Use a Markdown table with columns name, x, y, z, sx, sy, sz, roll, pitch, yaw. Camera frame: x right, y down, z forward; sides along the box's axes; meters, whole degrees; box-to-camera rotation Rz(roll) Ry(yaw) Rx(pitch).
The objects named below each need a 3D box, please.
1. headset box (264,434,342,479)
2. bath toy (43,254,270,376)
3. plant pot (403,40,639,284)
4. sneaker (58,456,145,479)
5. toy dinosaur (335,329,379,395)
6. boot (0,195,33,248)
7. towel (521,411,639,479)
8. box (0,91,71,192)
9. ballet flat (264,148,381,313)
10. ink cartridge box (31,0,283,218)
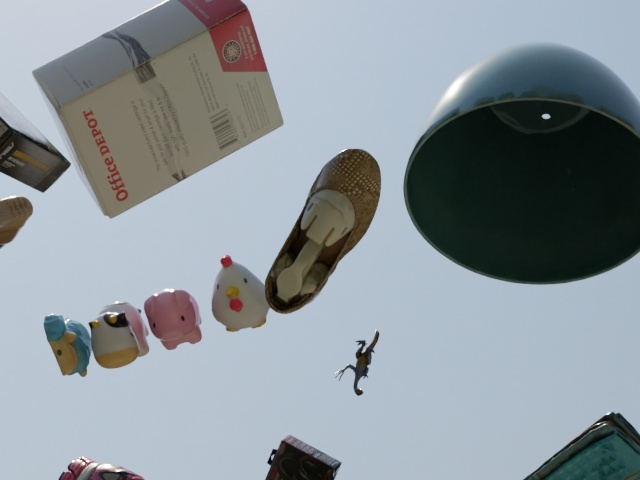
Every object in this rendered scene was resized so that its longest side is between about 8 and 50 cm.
| name | x | y | z | sx | sy | sz | roll | pitch | yaw |
| --- | --- | --- | --- | --- | --- | --- | --- | --- | --- |
| headset box | -0.025 | 0.281 | 1.613 | 0.083 | 0.032 | 0.062 | 27 | -76 | 15 |
| bath toy | -0.252 | 0.118 | 2.099 | 0.348 | 0.151 | 0.129 | -17 | -58 | 1 |
| plant pot | 0.250 | -0.117 | 1.531 | 0.290 | 0.195 | 0.290 | 6 | -42 | 6 |
| sneaker | -0.226 | 0.401 | 1.653 | 0.112 | 0.121 | 0.299 | 1 | -49 | 34 |
| toy dinosaur | 0.069 | 0.197 | 2.050 | 0.047 | 0.090 | 0.082 | 31 | -47 | 34 |
| boot | -0.562 | 0.004 | 1.951 | 0.207 | 0.090 | 0.248 | -32 | -13 | 30 |
| towel | 0.327 | 0.417 | 1.716 | 0.271 | 0.040 | 0.370 | 44 | -68 | -11 |
| box | -0.432 | -0.168 | 1.639 | 0.056 | 0.231 | 0.183 | -46 | -15 | 2 |
| ballet flat | 0.000 | 0.000 | 1.328 | 0.073 | 0.067 | 0.206 | 29 | -55 | 6 |
| ink cartridge box | -0.214 | -0.191 | 1.776 | 0.283 | 0.117 | 0.207 | -30 | -45 | -14 |
